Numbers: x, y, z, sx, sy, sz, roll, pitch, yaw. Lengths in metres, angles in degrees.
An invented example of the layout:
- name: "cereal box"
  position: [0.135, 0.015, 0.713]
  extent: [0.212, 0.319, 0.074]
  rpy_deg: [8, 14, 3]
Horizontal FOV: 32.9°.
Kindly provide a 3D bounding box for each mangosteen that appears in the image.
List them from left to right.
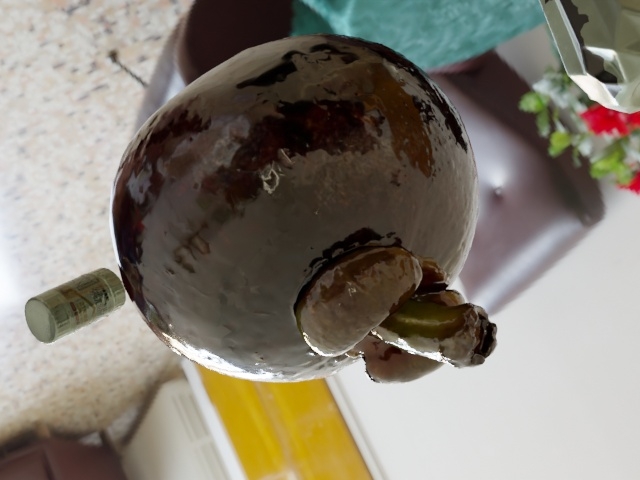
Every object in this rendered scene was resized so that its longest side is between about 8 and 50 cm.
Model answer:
- name: "mangosteen"
  position: [-0.009, -0.011, 0.858]
  extent: [0.297, 0.293, 0.297]
  rpy_deg: [-35, -179, 1]

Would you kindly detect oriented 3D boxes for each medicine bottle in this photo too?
- name: "medicine bottle"
  position: [-0.222, 0.059, 0.983]
  extent: [0.083, 0.047, 0.047]
  rpy_deg: [-27, 167, -48]

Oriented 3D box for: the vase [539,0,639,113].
- name: "vase"
  position: [0.258, -0.303, 1.072]
  extent: [0.165, 0.360, 0.165]
  rpy_deg: [-21, 157, -9]
